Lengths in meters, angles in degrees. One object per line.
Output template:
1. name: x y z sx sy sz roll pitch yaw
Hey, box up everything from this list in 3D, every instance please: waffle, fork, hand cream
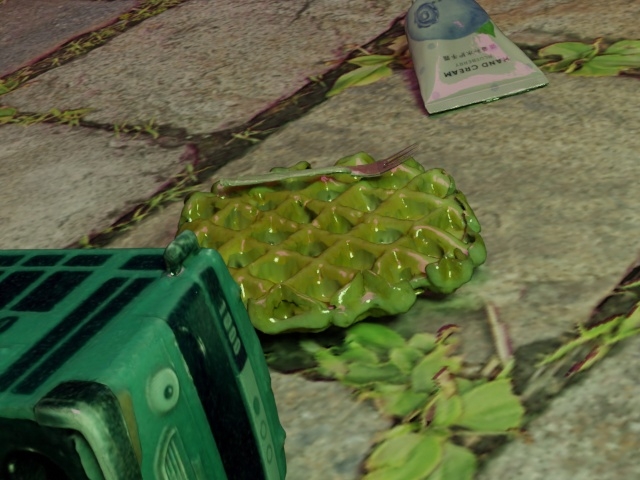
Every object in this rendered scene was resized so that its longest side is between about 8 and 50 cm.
1. waffle: 0.000 0.000 0.660 0.169 0.036 0.183 -10 26 0
2. fork: -0.001 -0.039 0.688 0.115 0.012 0.016 -9 22 10
3. hand cream: 0.097 -0.138 0.871 0.084 0.053 0.142 -15 37 -3

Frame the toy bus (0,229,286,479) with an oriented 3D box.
1. toy bus: -0.143 0.076 0.488 0.256 0.128 0.147 -1 28 28
